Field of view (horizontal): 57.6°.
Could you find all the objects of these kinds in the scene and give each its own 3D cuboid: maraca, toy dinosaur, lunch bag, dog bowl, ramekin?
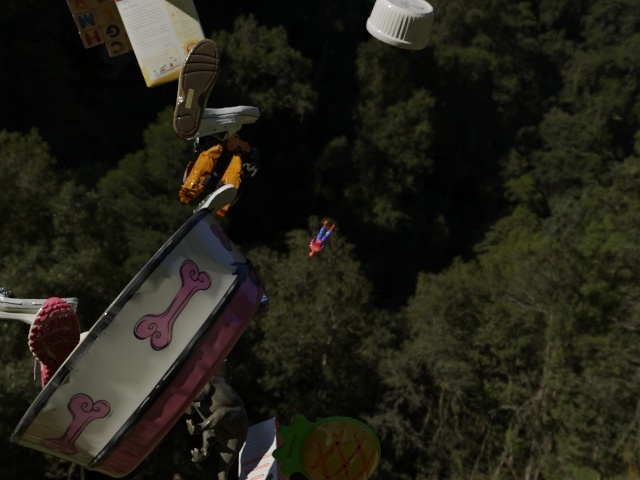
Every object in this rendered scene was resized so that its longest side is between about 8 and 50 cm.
[{"bbox_3d":[0.012,0.356,0.986,0.185,0.127,0.099,14,1,-11],"label":"maraca"},{"bbox_3d":[-0.216,0.360,1.221,0.160,0.121,0.314,-13,57,-40],"label":"toy dinosaur"},{"bbox_3d":[-0.180,0.171,1.550,0.098,0.067,0.065,-22,57,-21],"label":"lunch bag"},{"bbox_3d":[-0.239,0.154,0.848,0.150,0.408,0.408,39,1,-8],"label":"dog bowl"},{"bbox_3d":[0.256,-0.694,1.820,0.207,0.109,0.207,10,40,-9],"label":"ramekin"}]

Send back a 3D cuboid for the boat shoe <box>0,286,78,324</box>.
[{"bbox_3d":[-0.891,0.190,1.737,0.320,0.103,0.118,12,-9,-1],"label":"boat shoe"}]

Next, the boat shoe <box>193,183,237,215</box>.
[{"bbox_3d":[-0.256,-0.092,1.384,0.049,0.142,0.040,24,34,-47],"label":"boat shoe"}]

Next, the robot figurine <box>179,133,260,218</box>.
[{"bbox_3d":[-0.301,-0.212,1.732,0.211,0.291,0.085,27,-41,-12],"label":"robot figurine"}]

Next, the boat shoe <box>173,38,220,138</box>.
[{"bbox_3d":[-0.241,-0.290,1.122,0.068,0.190,0.072,19,1,-9],"label":"boat shoe"}]

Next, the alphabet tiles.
[{"bbox_3d":[-0.526,-0.650,1.562,0.285,0.011,0.343,-27,-24,-17],"label":"alphabet tiles"}]

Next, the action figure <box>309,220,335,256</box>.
[{"bbox_3d":[0.000,0.000,1.502,0.038,0.115,0.030,33,-38,-1],"label":"action figure"}]

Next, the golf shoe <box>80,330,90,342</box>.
[{"bbox_3d":[-0.584,0.307,1.723,0.305,0.116,0.140,4,-24,-12],"label":"golf shoe"}]

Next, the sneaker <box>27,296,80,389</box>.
[{"bbox_3d":[-0.691,0.273,1.506,0.120,0.300,0.112,-6,33,-31],"label":"sneaker"}]

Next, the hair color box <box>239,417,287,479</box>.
[{"bbox_3d":[-0.125,0.479,1.260,0.093,0.053,0.167,-23,34,10],"label":"hair color box"}]

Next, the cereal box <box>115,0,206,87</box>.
[{"bbox_3d":[-0.372,-0.508,1.390,0.172,0.240,0.047,-17,12,1],"label":"cereal box"}]

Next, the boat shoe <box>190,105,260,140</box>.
[{"bbox_3d":[-0.240,-0.278,1.406,0.226,0.076,0.083,-14,9,-41],"label":"boat shoe"}]
